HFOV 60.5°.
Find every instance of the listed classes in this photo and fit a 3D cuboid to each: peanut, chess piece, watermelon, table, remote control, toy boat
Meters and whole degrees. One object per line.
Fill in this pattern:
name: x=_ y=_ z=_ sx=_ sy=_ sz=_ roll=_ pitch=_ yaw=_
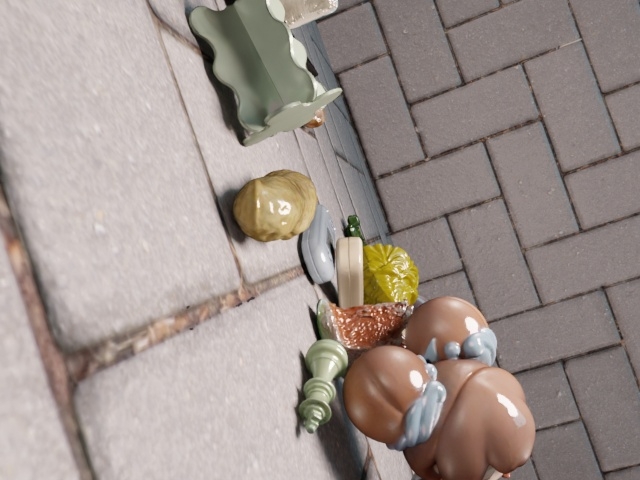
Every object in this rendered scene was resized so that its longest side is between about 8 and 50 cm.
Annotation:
peanut: x=-0.027 y=-0.347 z=1.427 sx=0.152 sy=0.076 sz=0.076 roll=-105 pitch=170 yaw=-46
chess piece: x=-0.002 y=0.188 z=0.692 sx=0.149 sy=0.059 sz=0.059 roll=-67 pitch=137 yaw=-64
peanut: x=-0.055 y=-0.049 z=0.726 sx=0.214 sy=0.100 sz=0.099 roll=-36 pitch=106 yaw=-81
watermelon: x=0.069 y=0.162 z=0.898 sx=0.121 sy=0.158 sz=0.097 roll=100 pitch=-17 yaw=-50
table: x=-0.086 y=-0.266 z=0.809 sx=0.198 sy=0.167 sz=0.166 roll=62 pitch=11 yaw=-2
remote control: x=0.000 y=0.000 z=1.027 sx=0.244 sy=0.047 sz=0.087 roll=-87 pitch=153 yaw=-66
toy boat: x=0.115 y=0.027 z=1.535 sx=0.104 sy=0.052 sz=0.210 roll=-85 pitch=153 yaw=-71

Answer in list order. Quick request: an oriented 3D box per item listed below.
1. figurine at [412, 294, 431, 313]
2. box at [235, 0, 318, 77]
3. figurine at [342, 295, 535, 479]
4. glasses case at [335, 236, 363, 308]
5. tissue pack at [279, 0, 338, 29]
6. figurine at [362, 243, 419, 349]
figurine: x=0.277 y=0.331 z=1.598 sx=0.378 sy=0.266 sz=0.361 roll=33 pitch=55 yaw=-19
box: x=-0.103 y=-0.461 z=1.190 sx=0.211 sy=0.058 sz=0.350 roll=56 pitch=11 yaw=1
figurine: x=0.192 y=0.307 z=0.815 sx=0.277 sy=0.248 sz=0.388 roll=-32 pitch=131 yaw=-42
glasses case: x=0.056 y=0.072 z=1.037 sx=0.196 sy=0.050 sz=0.083 roll=84 pitch=3 yaw=-52
tissue pack: x=-0.054 y=-0.713 z=1.601 sx=0.271 sy=0.202 sz=0.124 roll=-89 pitch=160 yaw=-57
figurine: x=0.158 y=0.163 z=1.199 sx=0.315 sy=0.168 sz=0.187 roll=-94 pitch=171 yaw=-60
